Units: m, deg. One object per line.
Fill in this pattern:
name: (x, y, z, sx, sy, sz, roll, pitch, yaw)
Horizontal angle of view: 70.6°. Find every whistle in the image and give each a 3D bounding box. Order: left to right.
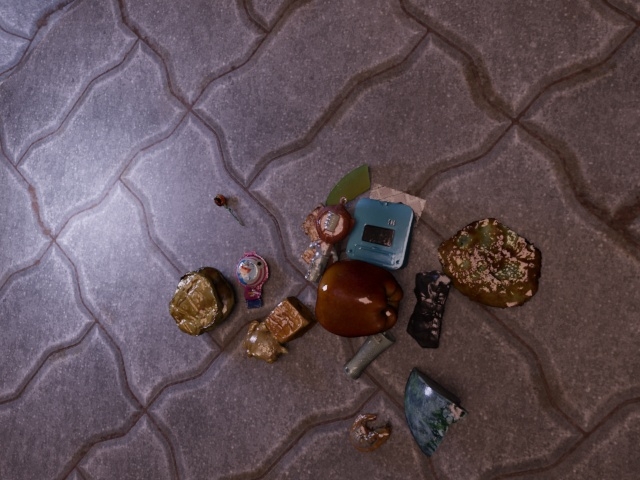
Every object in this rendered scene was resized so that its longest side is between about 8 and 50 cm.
whistle: (0.028, -0.005, 1.724, 0.142, 0.134, 0.346, 22, 96, -4)

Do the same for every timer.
timer: (0.234, -0.026, 1.724, 0.232, 0.091, 0.250, 14, 95, 26)

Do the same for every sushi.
sushi: (0.265, -0.087, 1.759, 0.219, 0.047, 0.231, 21, 93, 19)

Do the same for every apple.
apple: (0.132, 0.213, 1.655, 0.317, 0.288, 0.288, 4, 87, 35)

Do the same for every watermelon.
watermelon: (0.418, 0.623, 1.590, 0.320, 0.213, 0.289, 4, 92, 63)

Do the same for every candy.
candy: (-0.402, -0.132, 1.996, 0.185, 0.049, 0.055, 47, 132, 7)

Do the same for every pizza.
pizza: (0.000, 0.000, 1.823, 0.161, 0.085, 0.305, -2, 87, -3)

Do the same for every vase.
vase: (0.181, 0.432, 1.732, 0.096, 0.096, 0.219, 42, 102, 16)

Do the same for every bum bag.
bum bag: (0.393, 0.252, 1.660, 0.137, 0.074, 0.310, 17, 106, 36)

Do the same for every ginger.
ginger: (-0.223, 0.426, 1.862, 0.216, 0.102, 0.157, 16, 65, 24)

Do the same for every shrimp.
shrimp: (0.189, 0.729, 1.727, 0.187, 0.051, 0.132, -35, 77, 16)

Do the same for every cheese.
cheese: (-0.292, 0.167, 1.922, 0.155, 0.062, 0.244, -5, 85, 16)

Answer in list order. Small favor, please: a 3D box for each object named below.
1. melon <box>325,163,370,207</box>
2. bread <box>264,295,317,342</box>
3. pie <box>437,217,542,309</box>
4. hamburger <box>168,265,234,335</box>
melon: (0.104, -0.194, 1.797, 0.262, 0.053, 0.114, -42, 104, -4)
bread: (-0.121, 0.316, 1.807, 0.143, 0.158, 0.149, -46, 70, 12)
pie: (0.599, 0.084, 1.606, 0.354, 0.103, 0.288, 37, 99, 19)
hamburger: (-0.511, 0.257, 1.955, 0.285, 0.134, 0.265, -38, 83, 18)
